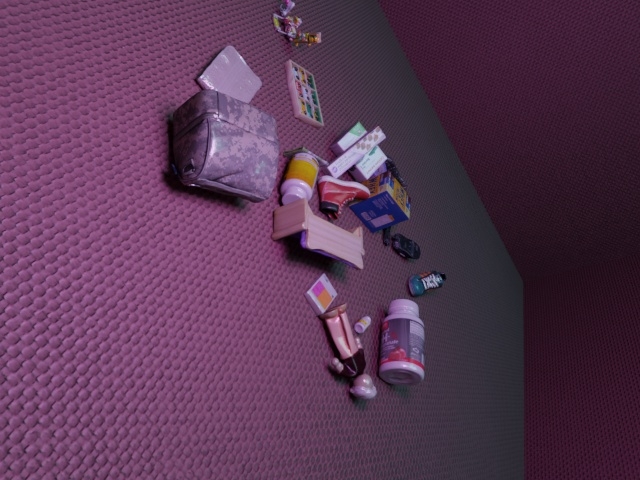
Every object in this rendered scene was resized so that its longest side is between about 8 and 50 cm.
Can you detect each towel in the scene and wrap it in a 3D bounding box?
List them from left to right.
[{"bbox_3d":[-0.310,-0.558,1.614,0.187,0.049,0.282,47,39,-28],"label":"towel"},{"bbox_3d":[-0.055,-0.320,1.782,0.152,0.113,0.023,25,66,-46],"label":"towel"}]

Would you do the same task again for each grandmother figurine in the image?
[{"bbox_3d":[0.104,0.404,1.624,0.207,0.104,0.343,-21,87,-48],"label":"grandmother figurine"}]

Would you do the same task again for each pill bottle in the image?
[{"bbox_3d":[-0.078,-0.214,1.687,0.117,0.117,0.215,44,40,-32],"label":"pill bottle"},{"bbox_3d":[0.167,0.327,1.801,0.083,0.043,0.043,-28,96,-57],"label":"pill bottle"},{"bbox_3d":[0.333,0.407,1.869,0.176,0.176,0.319,43,41,-33],"label":"pill bottle"}]

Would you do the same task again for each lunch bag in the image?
[{"bbox_3d":[-0.274,-0.256,1.348,0.305,0.212,0.256,14,60,-50],"label":"lunch bag"}]

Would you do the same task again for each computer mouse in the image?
[{"bbox_3d":[0.396,-0.012,2.302,0.262,0.060,0.184,24,57,-33],"label":"computer mouse"}]

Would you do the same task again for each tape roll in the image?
[{"bbox_3d":[0.243,-0.374,2.262,0.189,0.080,0.189,31,48,-42],"label":"tape roll"}]

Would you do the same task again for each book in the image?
[{"bbox_3d":[0.002,0.191,1.655,0.096,0.035,0.144,59,34,-8],"label":"book"}]

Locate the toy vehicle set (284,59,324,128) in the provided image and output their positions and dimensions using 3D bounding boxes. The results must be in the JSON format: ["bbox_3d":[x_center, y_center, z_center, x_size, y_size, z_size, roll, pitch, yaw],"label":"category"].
[{"bbox_3d":[-0.071,-0.633,2.002,0.166,0.035,0.267,9,65,-53],"label":"toy vehicle set"}]

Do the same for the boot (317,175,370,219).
[{"bbox_3d":[0.102,-0.157,1.904,0.244,0.088,0.176,9,64,-27],"label":"boot"}]

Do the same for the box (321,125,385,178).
[{"bbox_3d":[0.146,-0.377,1.988,0.324,0.067,0.063,-41,105,-20],"label":"box"}]

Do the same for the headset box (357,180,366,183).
[{"bbox_3d":[0.204,-0.256,2.184,0.062,0.032,0.083,59,36,-14],"label":"headset box"}]

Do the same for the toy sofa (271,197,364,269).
[{"bbox_3d":[0.000,0.000,1.651,0.362,0.150,0.177,22,60,-47],"label":"toy sofa"}]

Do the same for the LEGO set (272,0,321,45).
[{"bbox_3d":[-0.121,-0.930,2.009,0.107,0.132,0.287,-1,51,-49],"label":"LEGO set"}]

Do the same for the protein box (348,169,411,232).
[{"bbox_3d":[0.271,-0.171,2.078,0.200,0.201,0.136,45,40,-31],"label":"protein box"}]

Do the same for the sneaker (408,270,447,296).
[{"bbox_3d":[0.546,0.205,2.331,0.302,0.121,0.108,-14,84,-56],"label":"sneaker"}]

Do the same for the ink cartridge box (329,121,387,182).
[{"bbox_3d":[0.174,-0.398,2.088,0.219,0.092,0.160,48,71,-16],"label":"ink cartridge box"}]

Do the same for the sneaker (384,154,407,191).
[{"bbox_3d":[0.382,-0.335,2.420,0.106,0.101,0.267,-90,157,-62],"label":"sneaker"}]
